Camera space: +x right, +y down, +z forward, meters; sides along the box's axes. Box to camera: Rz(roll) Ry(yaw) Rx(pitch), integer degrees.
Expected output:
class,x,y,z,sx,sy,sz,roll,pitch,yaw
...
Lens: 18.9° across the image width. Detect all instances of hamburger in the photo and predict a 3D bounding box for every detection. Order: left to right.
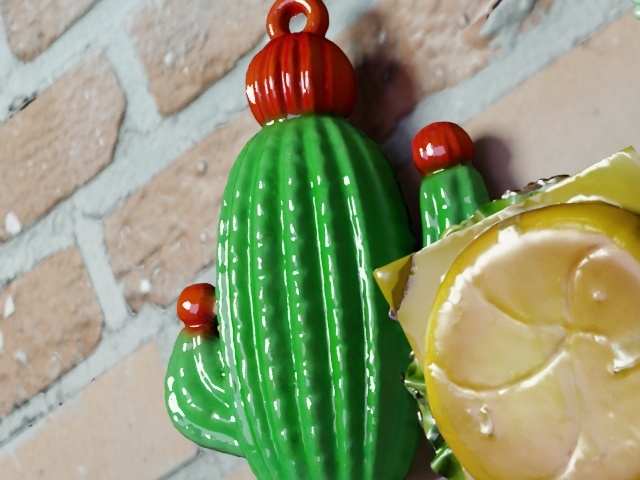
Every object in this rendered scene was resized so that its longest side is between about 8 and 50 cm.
class,x,y,z,sx,sy,sz,roll,pitch,yaw
hamburger,0.119,0.048,0.814,0.189,0.093,0.164,-15,85,32

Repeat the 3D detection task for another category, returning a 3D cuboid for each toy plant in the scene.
class,x,y,z,sx,sy,sz,roll,pitch,yaw
toy plant,0.010,0.009,0.917,0.154,0.088,0.240,18,89,26

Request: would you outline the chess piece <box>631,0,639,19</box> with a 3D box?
class,x,y,z,sx,sy,sz,roll,pitch,yaw
chess piece,0.155,-0.167,0.822,0.059,0.059,0.149,22,106,38
